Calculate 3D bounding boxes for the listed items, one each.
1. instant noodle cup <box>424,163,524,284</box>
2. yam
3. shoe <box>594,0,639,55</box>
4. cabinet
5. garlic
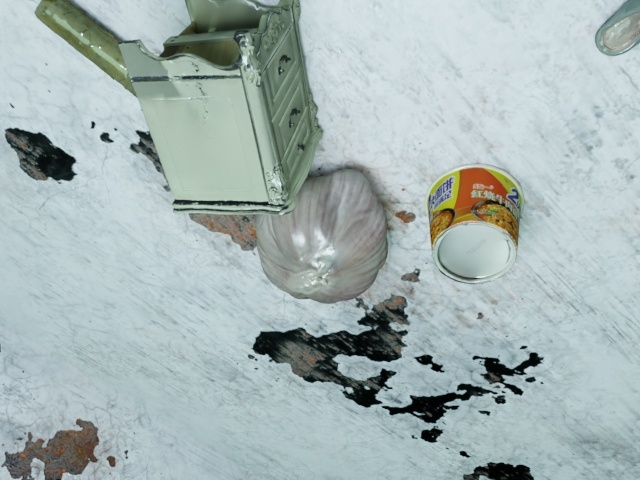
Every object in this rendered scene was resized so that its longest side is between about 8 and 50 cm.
[{"bbox_3d":[0.317,-0.025,1.133,0.214,0.174,0.213,7,132,8],"label":"instant noodle cup"},{"bbox_3d":[-0.381,-0.337,1.093,0.372,0.083,0.083,40,129,-23],"label":"yam"},{"bbox_3d":[0.516,-0.358,0.846,0.079,0.078,0.195,32,135,-14],"label":"shoe"},{"bbox_3d":[-0.147,-0.254,0.967,0.228,0.289,0.317,2,131,14],"label":"cabinet"},{"bbox_3d":[0.000,0.000,1.182,0.318,0.259,0.317,6,137,6],"label":"garlic"}]
